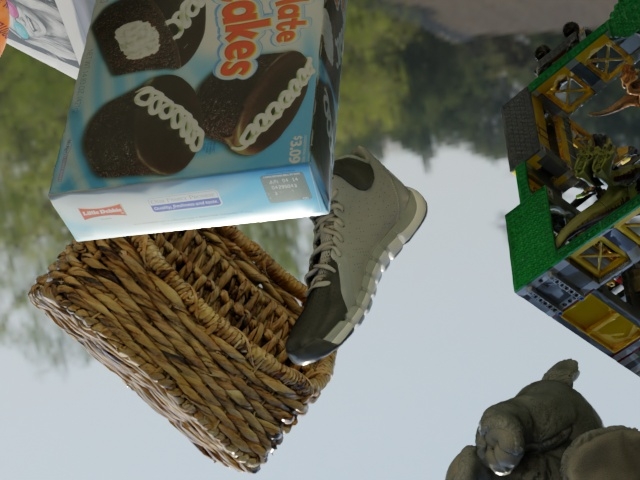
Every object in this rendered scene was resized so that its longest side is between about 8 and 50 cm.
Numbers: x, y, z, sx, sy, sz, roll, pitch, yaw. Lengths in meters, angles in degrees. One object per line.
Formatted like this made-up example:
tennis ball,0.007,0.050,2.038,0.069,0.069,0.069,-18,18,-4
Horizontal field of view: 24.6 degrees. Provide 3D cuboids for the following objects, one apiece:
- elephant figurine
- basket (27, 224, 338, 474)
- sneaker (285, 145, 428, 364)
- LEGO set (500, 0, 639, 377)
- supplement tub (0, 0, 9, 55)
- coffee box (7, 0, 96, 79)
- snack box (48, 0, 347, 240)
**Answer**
elephant figurine,0.243,0.241,1.290,0.239,0.186,0.169,32,-168,27
basket,-0.120,0.067,1.526,0.223,0.299,0.213,-49,-170,-15
sneaker,0.000,0.000,1.366,0.086,0.132,0.228,-21,-152,48
LEGO set,0.295,-0.045,1.276,0.255,0.192,0.331,-44,-150,24
supplement tub,-0.399,-0.262,1.210,0.207,0.207,0.338,-18,-128,-28
coffee box,-0.255,-0.425,1.504,0.334,0.338,0.337,28,-121,27
snack box,-0.078,-0.148,1.083,0.187,0.060,0.321,-6,-130,13
